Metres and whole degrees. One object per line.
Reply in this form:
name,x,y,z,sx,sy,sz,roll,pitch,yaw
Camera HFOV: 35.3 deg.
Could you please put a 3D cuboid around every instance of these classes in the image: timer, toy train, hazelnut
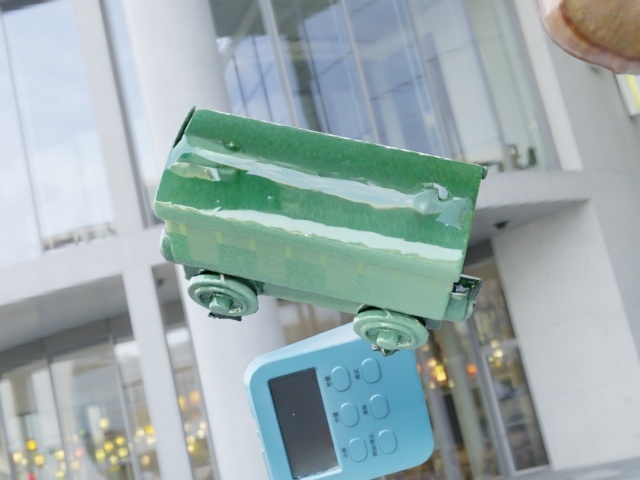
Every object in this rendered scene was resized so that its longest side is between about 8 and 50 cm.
timer,0.027,0.258,1.511,0.250,0.231,0.091,-19,16,-15
toy train,0.000,0.000,0.893,0.301,0.120,0.202,12,-31,6
hazelnut,0.249,-0.193,0.812,0.150,0.150,0.150,-13,-11,-3
